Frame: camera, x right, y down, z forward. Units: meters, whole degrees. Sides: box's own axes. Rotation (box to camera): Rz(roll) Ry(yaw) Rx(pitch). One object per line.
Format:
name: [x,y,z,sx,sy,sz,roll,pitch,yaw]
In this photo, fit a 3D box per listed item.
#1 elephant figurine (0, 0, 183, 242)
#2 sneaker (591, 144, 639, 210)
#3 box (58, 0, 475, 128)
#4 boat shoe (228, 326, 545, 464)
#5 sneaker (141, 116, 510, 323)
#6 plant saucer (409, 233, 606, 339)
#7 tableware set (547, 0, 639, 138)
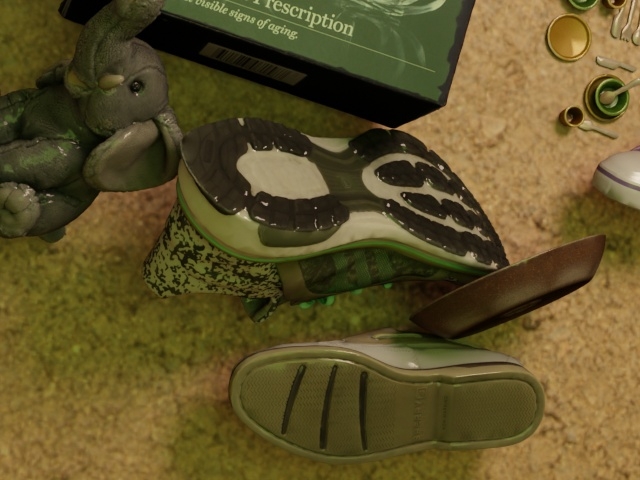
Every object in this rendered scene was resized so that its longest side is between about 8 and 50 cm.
elephant figurine: [-0.192,-0.107,1.650,0.239,0.186,0.169,-30,100,7]
sneaker: [0.398,-0.109,1.888,0.282,0.102,0.161,-4,115,-27]
box: [-0.023,-0.307,1.733,0.343,0.179,0.312,17,83,-10]
boat shoe: [0.052,0.141,1.799,0.302,0.103,0.113,6,105,-18]
sneaker: [0.000,0.000,1.761,0.410,0.182,0.158,9,47,-41]
plant saucer: [0.180,0.049,1.788,0.198,0.198,0.036,-21,81,-16]
tableware set: [0.273,-0.184,1.913,0.104,0.024,0.154,16,85,-15]
